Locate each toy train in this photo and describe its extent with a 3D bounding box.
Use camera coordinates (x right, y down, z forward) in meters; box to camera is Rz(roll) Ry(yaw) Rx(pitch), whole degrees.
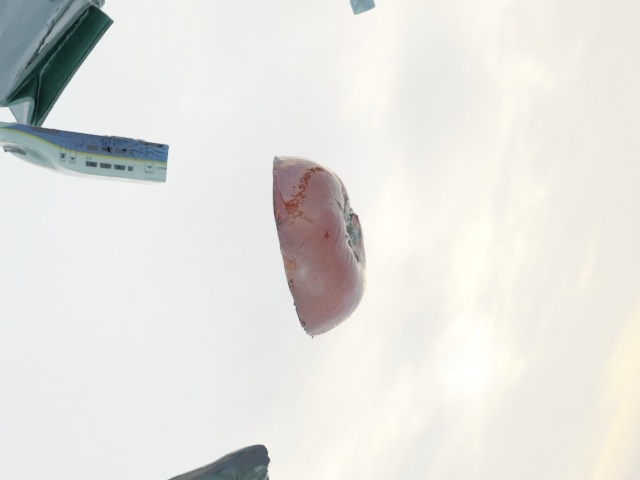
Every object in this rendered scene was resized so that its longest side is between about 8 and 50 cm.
[{"bbox_3d":[-0.282,-0.098,1.384,0.234,0.052,0.051,5,-94,-37],"label":"toy train"}]

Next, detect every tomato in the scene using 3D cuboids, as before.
[{"bbox_3d":[0.003,0.001,1.482,0.225,0.085,0.225,-10,-90,-80],"label":"tomato"}]

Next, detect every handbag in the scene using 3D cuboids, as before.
[{"bbox_3d":[-0.449,-0.320,1.944,0.089,0.326,0.238,33,-83,-34],"label":"handbag"}]

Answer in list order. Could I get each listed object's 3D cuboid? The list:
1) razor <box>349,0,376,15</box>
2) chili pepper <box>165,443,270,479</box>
[{"bbox_3d":[0.003,-0.339,1.248,0.068,0.106,0.232,-103,-7,-77],"label":"razor"},{"bbox_3d":[-0.111,0.309,1.164,0.148,0.116,0.264,-18,-30,-23],"label":"chili pepper"}]
